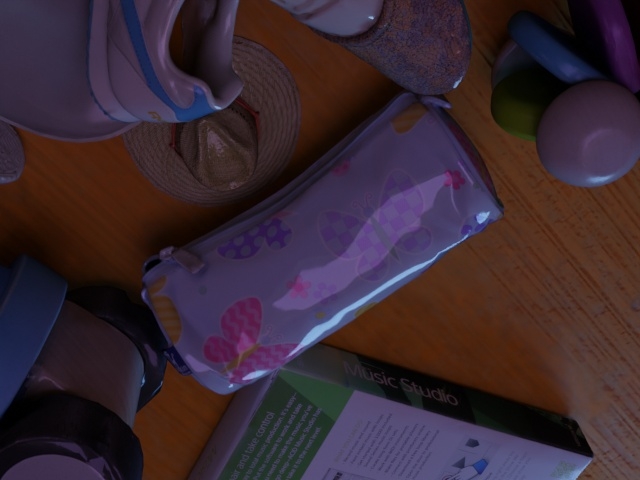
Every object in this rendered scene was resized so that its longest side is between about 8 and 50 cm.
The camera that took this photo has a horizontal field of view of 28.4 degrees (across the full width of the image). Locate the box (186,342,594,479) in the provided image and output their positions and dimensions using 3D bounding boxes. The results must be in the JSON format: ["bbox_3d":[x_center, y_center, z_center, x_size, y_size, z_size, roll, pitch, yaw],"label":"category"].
[{"bbox_3d":[0.051,0.222,1.135,0.322,0.058,0.232,18,117,-24],"label":"box"}]

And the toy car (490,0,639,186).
[{"bbox_3d":[0.205,-0.130,0.876,0.182,0.159,0.136,-12,122,-4],"label":"toy car"}]

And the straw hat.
[{"bbox_3d":[-0.074,-0.071,0.913,0.145,0.061,0.144,-5,124,-8],"label":"straw hat"}]

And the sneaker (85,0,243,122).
[{"bbox_3d":[-0.095,-0.187,0.779,0.092,0.087,0.228,4,105,36],"label":"sneaker"}]

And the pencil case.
[{"bbox_3d":[0.000,0.000,0.945,0.273,0.113,0.124,-33,99,10],"label":"pencil case"}]

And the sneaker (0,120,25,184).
[{"bbox_3d":[-0.286,-0.068,0.875,0.085,0.058,0.152,-15,161,36],"label":"sneaker"}]

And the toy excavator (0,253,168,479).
[{"bbox_3d":[-0.395,0.136,0.918,0.445,0.222,0.433,35,111,-14],"label":"toy excavator"}]

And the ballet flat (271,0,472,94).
[{"bbox_3d":[-0.022,-0.210,0.754,0.108,0.106,0.316,-21,104,49],"label":"ballet flat"}]

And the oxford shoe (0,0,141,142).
[{"bbox_3d":[-0.259,-0.204,0.747,0.169,0.130,0.449,-38,125,7],"label":"oxford shoe"}]
